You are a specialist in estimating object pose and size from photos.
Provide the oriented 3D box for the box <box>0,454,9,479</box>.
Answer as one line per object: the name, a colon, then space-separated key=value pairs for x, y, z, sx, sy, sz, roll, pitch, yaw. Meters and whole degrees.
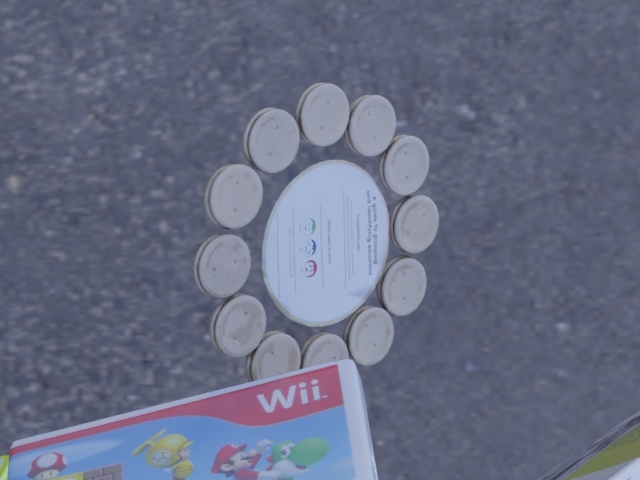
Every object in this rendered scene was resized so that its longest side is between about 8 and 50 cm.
box: x=-0.220 y=0.220 z=1.170 sx=0.042 sy=0.109 sz=0.178 roll=-69 pitch=148 yaw=-57

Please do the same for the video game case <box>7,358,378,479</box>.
video game case: x=-0.065 y=0.177 z=0.930 sx=0.204 sy=0.285 sz=0.025 roll=-14 pitch=124 yaw=4

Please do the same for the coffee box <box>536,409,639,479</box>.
coffee box: x=0.361 y=0.250 z=1.334 sx=0.334 sy=0.338 sz=0.337 roll=-32 pitch=83 yaw=-17

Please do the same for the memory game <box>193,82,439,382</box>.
memory game: x=0.000 y=0.000 z=1.073 sx=0.186 sy=0.012 sz=0.186 roll=-11 pitch=107 yaw=-39
